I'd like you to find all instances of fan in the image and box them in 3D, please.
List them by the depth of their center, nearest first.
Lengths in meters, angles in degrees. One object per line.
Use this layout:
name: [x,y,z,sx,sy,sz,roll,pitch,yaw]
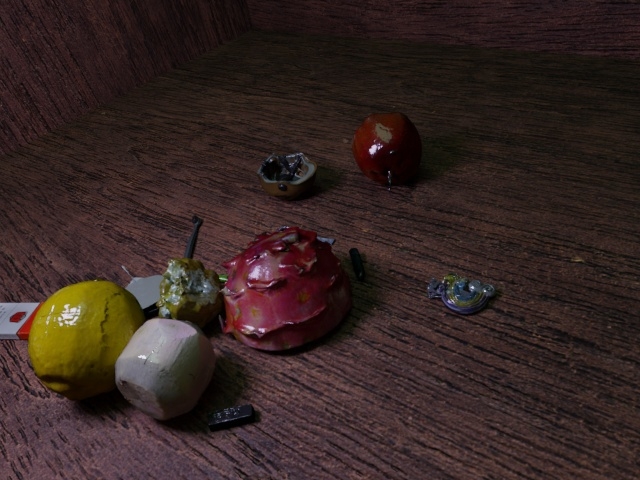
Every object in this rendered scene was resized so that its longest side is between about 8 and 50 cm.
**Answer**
fan: [-0.580,0.139,1.760,0.182,0.010,0.310,-29,34,-22]

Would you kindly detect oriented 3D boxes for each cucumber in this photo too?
cucumber: [0.110,0.072,1.643,0.032,0.032,0.133,-14,36,0]

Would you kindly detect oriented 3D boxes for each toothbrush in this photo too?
toothbrush: [-0.449,0.009,1.919,0.030,0.030,0.297,-31,33,22]

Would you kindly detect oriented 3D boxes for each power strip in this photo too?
power strip: [-0.209,0.414,1.304,0.111,0.029,0.038,-14,36,1]

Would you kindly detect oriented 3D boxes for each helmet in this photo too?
helmet: [-0.117,-0.222,2.023,0.224,0.130,0.198,10,46,15]

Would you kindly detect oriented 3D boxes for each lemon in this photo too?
lemon: [-0.595,0.250,1.435,0.296,0.297,0.297,-9,37,7]

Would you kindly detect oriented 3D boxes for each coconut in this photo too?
coconut: [-0.366,0.299,1.350,0.227,0.227,0.230,7,42,26]

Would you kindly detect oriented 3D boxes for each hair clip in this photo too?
hair clip: [0.367,0.144,1.459,0.172,0.049,0.116,15,58,22]

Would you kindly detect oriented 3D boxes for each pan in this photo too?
pan: [-0.528,0.214,1.663,0.114,0.040,0.212,3,33,21]

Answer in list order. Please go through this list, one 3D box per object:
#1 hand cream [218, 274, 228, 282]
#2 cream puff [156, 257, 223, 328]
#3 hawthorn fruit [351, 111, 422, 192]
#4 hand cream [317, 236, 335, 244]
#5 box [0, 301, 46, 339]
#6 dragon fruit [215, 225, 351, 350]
hand cream: [-0.310,0.119,1.732,0.121,0.023,0.036,3,36,16]
cream puff: [-0.375,0.167,1.574,0.194,0.195,0.221,-11,47,5]
hawthorn fruit: [0.227,-0.291,1.929,0.253,0.254,0.301,-3,65,15]
hand cream: [0.000,0.000,1.792,0.093,0.019,0.030,10,41,20]
box: [-0.959,0.254,1.763,0.245,0.035,0.139,-2,38,17]
dragon fruit: [-0.110,0.105,1.515,0.386,0.249,0.371,-22,32,-13]
